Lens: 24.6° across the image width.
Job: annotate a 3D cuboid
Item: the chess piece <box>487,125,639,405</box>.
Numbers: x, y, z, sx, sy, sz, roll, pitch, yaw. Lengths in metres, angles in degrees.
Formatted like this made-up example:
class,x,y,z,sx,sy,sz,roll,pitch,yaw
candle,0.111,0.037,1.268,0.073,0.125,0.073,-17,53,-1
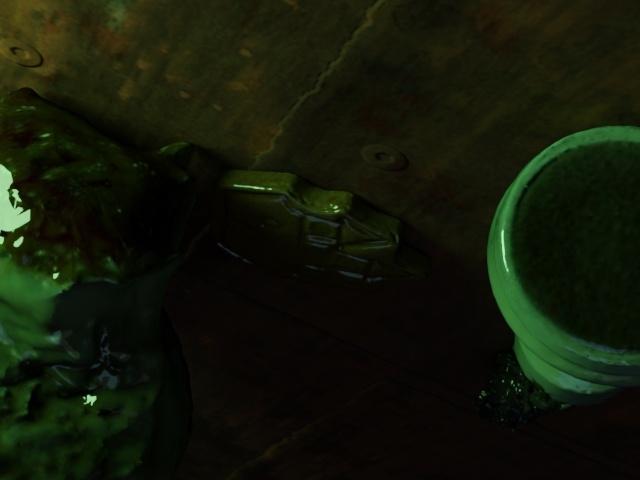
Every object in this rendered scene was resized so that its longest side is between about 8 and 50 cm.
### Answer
class,x,y,z,sx,sy,sz,roll,pitch,yaw
chess piece,0.226,0.046,1.182,0.194,0.195,0.299,14,163,8

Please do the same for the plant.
class,x,y,z,sx,sy,sz,roll,pitch,yaw
plant,0.220,0.149,1.500,0.085,0.087,0.174,-5,169,-25

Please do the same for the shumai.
class,x,y,z,sx,sy,sz,roll,pitch,yaw
shumai,-0.244,0.030,1.343,0.324,0.397,0.323,7,128,-23

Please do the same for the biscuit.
class,x,y,z,sx,sy,sz,roll,pitch,yaw
biscuit,-0.001,0.002,1.384,0.215,0.034,0.182,17,155,2
